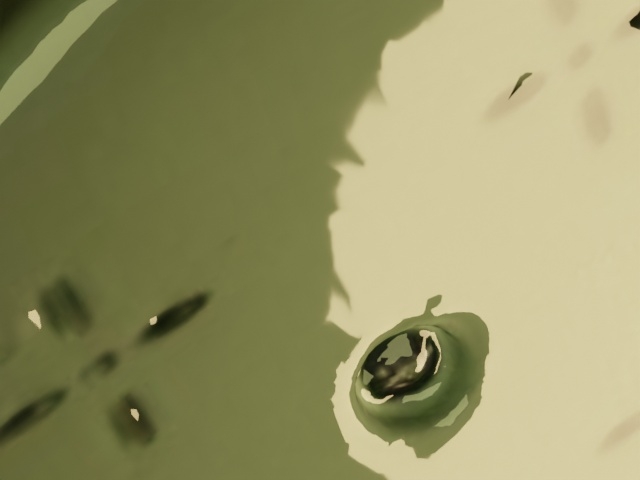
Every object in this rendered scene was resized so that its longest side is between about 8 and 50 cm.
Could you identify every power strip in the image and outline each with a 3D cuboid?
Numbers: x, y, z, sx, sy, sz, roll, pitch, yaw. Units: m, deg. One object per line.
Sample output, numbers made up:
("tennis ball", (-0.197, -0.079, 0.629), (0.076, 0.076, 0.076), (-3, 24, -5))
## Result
("power strip", (0.000, 0.000, 0.567), (0.357, 0.161, 0.357), (-15, 123, -24))
